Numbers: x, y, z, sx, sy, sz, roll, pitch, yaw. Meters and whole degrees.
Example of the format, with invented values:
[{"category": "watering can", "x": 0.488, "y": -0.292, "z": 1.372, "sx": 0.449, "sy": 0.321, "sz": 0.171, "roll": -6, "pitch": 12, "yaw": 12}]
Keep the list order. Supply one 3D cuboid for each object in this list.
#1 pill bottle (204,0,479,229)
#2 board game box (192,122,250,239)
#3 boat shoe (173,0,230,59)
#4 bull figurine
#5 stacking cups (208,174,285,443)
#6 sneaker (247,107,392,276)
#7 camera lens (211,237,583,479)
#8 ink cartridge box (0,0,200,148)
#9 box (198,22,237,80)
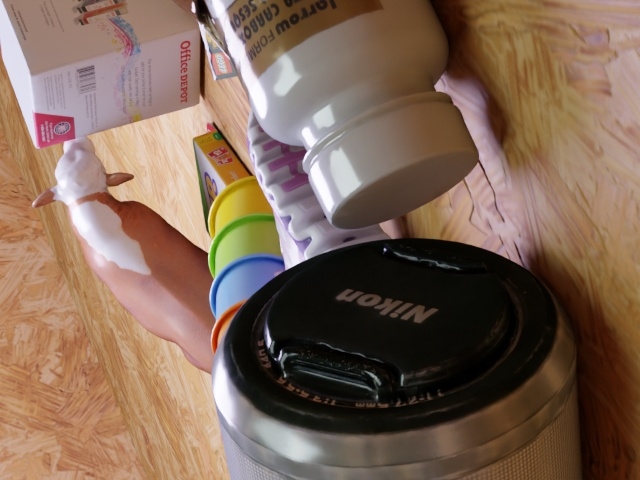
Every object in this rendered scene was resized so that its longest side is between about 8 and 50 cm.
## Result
[{"category": "pill bottle", "x": 0.007, "y": -0.130, "z": 1.025, "sx": 0.131, "sy": 0.131, "sz": 0.229, "roll": 115, "pitch": 133, "yaw": -67}, {"category": "board game box", "x": -0.068, "y": -0.002, "z": 1.594, "sx": 0.259, "sy": 0.039, "sz": 0.124, "roll": -123, "pitch": 21, "yaw": -48}, {"category": "boat shoe", "x": -0.086, "y": -0.207, "z": 1.169, "sx": 0.307, "sy": 0.104, "sz": 0.111, "roll": 56, "pitch": 130, "yaw": 25}, {"category": "bull figurine", "x": -0.165, "y": 0.029, "z": 1.663, "sx": 0.310, "sy": 0.101, "sz": 0.188, "roll": 48, "pitch": -179, "yaw": 6}, {"category": "stacking cups", "x": -0.045, "y": 0.068, "z": 1.290, "sx": 0.316, "sy": 0.096, "sz": 0.096, "roll": -94, "pitch": -3, "yaw": -57}, {"category": "sneaker", "x": 0.000, "y": 0.000, "z": 1.226, "sx": 0.236, "sy": 0.095, "sz": 0.104, "roll": 64, "pitch": 148, "yaw": 21}, {"category": "camera lens", "x": 0.055, "y": 0.153, "z": 1.023, "sx": 0.219, "sy": 0.219, "sz": 0.274, "roll": -133, "pitch": 29, "yaw": -54}, {"category": "ink cartridge box", "x": -0.219, "y": -0.195, "z": 1.614, "sx": 0.128, "sy": 0.176, "sz": 0.127, "roll": 99, "pitch": 151, "yaw": -57}, {"category": "box", "x": -0.059, "y": -0.198, "z": 1.266, "sx": 0.094, "sy": 0.027, "sz": 0.137, "roll": -6, "pitch": 106, "yaw": 38}]
